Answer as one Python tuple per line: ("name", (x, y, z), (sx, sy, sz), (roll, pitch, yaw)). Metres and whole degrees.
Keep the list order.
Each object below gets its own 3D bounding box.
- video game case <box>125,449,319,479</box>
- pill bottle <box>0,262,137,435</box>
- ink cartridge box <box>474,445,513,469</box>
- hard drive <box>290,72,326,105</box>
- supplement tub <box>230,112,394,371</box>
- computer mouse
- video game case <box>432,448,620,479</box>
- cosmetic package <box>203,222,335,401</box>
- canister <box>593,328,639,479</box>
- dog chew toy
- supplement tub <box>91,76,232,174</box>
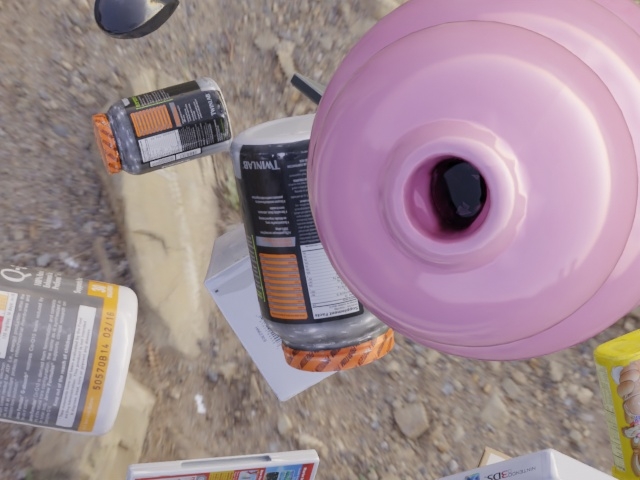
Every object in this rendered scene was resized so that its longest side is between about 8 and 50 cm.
("video game case", (-0.157, 0.400, 1.779), (0.285, 0.025, 0.204), (-1, 127, -21))
("pill bottle", (-0.338, 0.102, 1.223), (0.278, 0.162, 0.162), (12, 90, -13))
("ink cartridge box", (0.251, 0.461, 1.895), (0.088, 0.234, 0.193), (24, 104, 11))
("hard drive", (0.020, -0.205, 1.781), (0.094, 0.135, 0.022), (22, 104, -34))
("supplement tub", (0.000, 0.000, 1.569), (0.193, 0.193, 0.316), (-10, 105, -4))
("computer mouse", (-0.160, -0.283, 1.189), (0.071, 0.041, 0.242), (12, 48, 9))
("video game case", (0.219, 0.316, 1.289), (0.329, 0.300, 0.036), (29, 50, -38))
("cosmetic package", (-0.060, 0.089, 1.851), (0.138, 0.225, 0.224), (-30, 105, 6))
("canister", (0.378, 0.189, 1.344), (0.126, 0.073, 0.170), (-18, 103, -21))
("dog chew toy", (0.087, -0.036, 0.575), (0.206, 0.332, 0.207), (2, 97, 15))
("supplement tub", (-0.236, -0.166, 1.775), (0.190, 0.117, 0.117), (-17, 92, -13))
